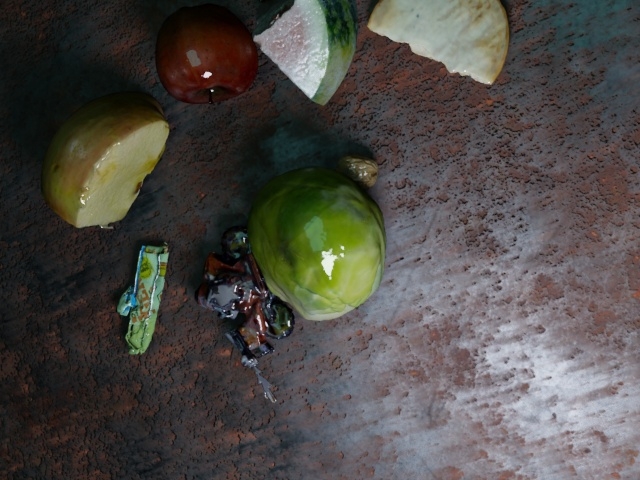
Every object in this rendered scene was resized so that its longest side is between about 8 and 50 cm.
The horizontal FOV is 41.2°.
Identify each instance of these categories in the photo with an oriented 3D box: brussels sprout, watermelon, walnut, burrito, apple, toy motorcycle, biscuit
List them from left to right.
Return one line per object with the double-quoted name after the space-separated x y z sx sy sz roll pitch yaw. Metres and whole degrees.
-0.507 -0.204 2.013 0.252 0.314 0.309 18 111 -29 "apple"
-0.440 0.136 2.082 0.104 0.054 0.287 14 99 16 "burrito"
-0.261 -0.411 1.899 0.234 0.234 0.233 1 95 17 "apple"
-0.168 0.176 1.963 0.207 0.134 0.400 -30 84 17 "toy motorcycle"
-0.032 -0.465 1.878 0.232 0.193 0.310 9 111 -3 "watermelon"
0.000 0.000 1.838 0.344 0.268 0.344 35 146 28 "brussels sprout"
0.079 -0.153 1.887 0.096 0.082 0.078 10 123 10 "walnut"
0.272 -0.477 1.821 0.309 0.040 0.204 28 102 12 "biscuit"
